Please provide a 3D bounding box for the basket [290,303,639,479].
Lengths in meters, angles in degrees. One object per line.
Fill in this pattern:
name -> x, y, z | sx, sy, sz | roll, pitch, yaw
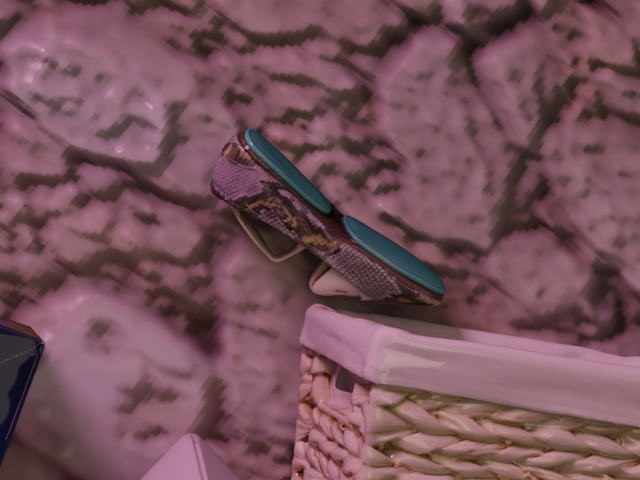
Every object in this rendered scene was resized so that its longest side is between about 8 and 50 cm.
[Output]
basket -> 0.076, 0.091, 0.510 | 0.167, 0.113, 0.103 | 9, 89, -15

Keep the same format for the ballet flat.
ballet flat -> 0.000, 0.000, 0.532 | 0.114, 0.041, 0.041 | 38, 80, -12

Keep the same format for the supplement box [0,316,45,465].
supplement box -> -0.151, 0.047, 0.459 | 0.083, 0.083, 0.056 | 21, 84, -15

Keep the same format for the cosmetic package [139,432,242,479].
cosmetic package -> -0.034, 0.221, 0.372 | 0.224, 0.138, 0.224 | 44, 85, -6
